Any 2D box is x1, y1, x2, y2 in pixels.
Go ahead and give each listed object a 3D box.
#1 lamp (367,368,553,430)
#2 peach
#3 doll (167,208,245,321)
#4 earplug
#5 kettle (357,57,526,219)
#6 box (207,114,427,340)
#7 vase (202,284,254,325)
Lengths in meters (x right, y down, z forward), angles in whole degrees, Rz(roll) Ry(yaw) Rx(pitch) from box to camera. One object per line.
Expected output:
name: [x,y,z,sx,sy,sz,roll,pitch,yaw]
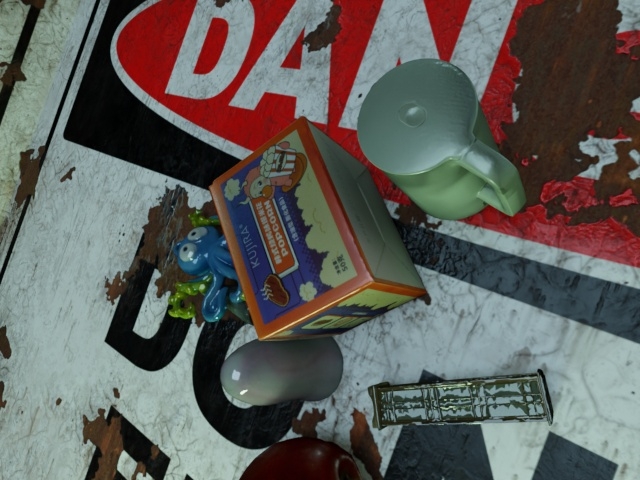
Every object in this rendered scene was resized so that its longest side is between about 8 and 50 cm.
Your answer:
lamp: [0.259,0.306,0.805,0.325,0.090,0.089,-14,73,26]
peach: [-0.045,0.547,0.873,0.258,0.201,0.361,46,121,-3]
doll: [-0.277,0.041,1.107,0.341,0.099,0.346,2,64,33]
earplug: [-0.095,0.272,0.886,0.172,0.301,0.173,-6,77,29]
kettle: [0.227,-0.144,0.776,0.205,0.318,0.265,-23,69,22]
box: [0.000,0.000,0.876,0.256,0.318,0.349,-31,68,23]
vase: [-0.234,0.152,1.119,0.214,0.086,0.086,16,89,35]
